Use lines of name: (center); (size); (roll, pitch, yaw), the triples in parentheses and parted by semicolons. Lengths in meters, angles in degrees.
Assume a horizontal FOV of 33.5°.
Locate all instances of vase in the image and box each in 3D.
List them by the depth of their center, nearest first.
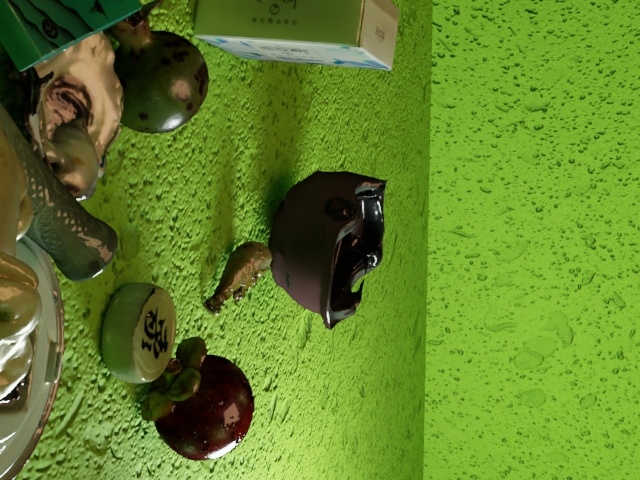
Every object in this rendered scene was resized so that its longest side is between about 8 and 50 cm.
vase: (-0.306, -0.045, 1.126); (0.219, 0.096, 0.096); (52, 44, -42)

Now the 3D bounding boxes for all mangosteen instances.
mangosteen: (-0.189, 0.243, 1.625); (0.180, 0.166, 0.166); (52, 41, -29)

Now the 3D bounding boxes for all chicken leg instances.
chicken leg: (-0.145, 0.071, 1.841); (0.178, 0.070, 0.093); (-53, 152, -46)

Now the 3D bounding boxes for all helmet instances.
helmet: (0.000, 0.000, 2.047); (0.270, 0.197, 0.338); (90, 25, -44)

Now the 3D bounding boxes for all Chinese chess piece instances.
Chinese chess piece: (-0.255, 0.131, 1.512); (0.144, 0.059, 0.144); (6, 90, -72)

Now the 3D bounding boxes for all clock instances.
clock: (-0.363, 0.130, 1.136); (0.318, 0.080, 0.318); (7, 90, -73)

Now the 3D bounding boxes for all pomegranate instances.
pomegranate: (-0.226, -0.223, 1.385); (0.169, 0.149, 0.148); (61, 30, -17)

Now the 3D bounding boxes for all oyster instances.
oyster: (-0.298, -0.152, 1.237); (0.223, 0.083, 0.214); (-57, 149, -55)

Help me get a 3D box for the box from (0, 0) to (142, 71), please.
box: (-0.297, -0.290, 1.155); (0.160, 0.042, 0.226); (59, 29, -13)

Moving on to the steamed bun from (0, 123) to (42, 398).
steamed bun: (-0.355, 0.013, 0.829); (0.289, 0.276, 0.203); (-50, 161, 7)

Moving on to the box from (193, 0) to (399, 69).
box: (-0.033, -0.348, 1.686); (0.203, 0.274, 0.116); (7, 91, -73)
